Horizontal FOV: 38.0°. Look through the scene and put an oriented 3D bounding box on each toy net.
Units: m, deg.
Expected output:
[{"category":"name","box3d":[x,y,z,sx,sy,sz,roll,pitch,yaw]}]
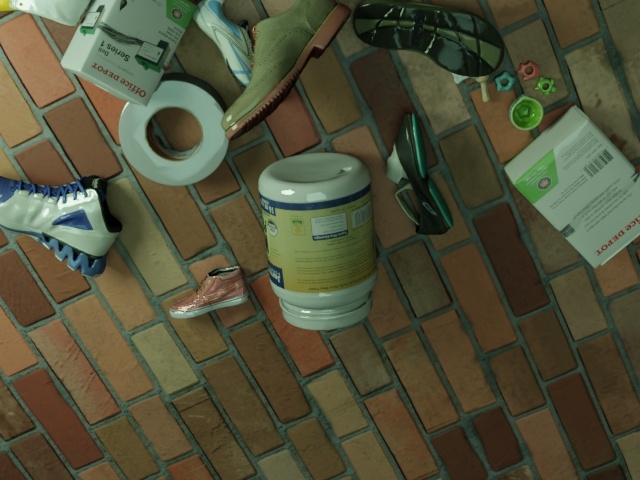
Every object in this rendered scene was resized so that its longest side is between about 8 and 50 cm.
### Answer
[{"category":"toy net","box3d":[0.363,-0.325,1.869,0.232,0.045,0.122,31,109,-14]}]

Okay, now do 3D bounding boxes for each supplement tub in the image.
[{"category":"supplement tub","box3d":[0.000,0.000,1.893,0.228,0.228,0.316,-5,113,0]}]

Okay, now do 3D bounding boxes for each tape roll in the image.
[{"category":"tape roll","box3d":[-0.291,-0.223,1.872,0.219,0.072,0.219,-1,112,-1]}]

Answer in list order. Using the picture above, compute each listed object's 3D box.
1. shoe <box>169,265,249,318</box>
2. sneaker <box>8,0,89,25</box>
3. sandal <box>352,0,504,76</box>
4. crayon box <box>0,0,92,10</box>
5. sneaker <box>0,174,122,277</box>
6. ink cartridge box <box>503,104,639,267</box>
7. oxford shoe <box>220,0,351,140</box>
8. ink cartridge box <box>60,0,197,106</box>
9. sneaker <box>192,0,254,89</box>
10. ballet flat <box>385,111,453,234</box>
[{"category":"shoe","box3d":[-0.249,0.110,2.022,0.178,0.063,0.081,-14,111,-2]},{"category":"sneaker","box3d":[-0.535,-0.496,1.639,0.292,0.108,0.169,30,105,-15]},{"category":"sandal","box3d":[0.215,-0.411,1.813,0.303,0.086,0.120,19,117,6]},{"category":"crayon box","box3d":[-0.569,-0.535,1.724,0.323,0.083,0.203,-4,113,-1]},{"category":"sneaker","box3d":[-0.536,-0.078,1.906,0.315,0.127,0.182,34,104,-22]},{"category":"ink cartridge box","box3d":[0.550,-0.110,1.930,0.198,0.115,0.273,-42,108,15]},{"category":"oxford shoe","box3d":[-0.092,-0.343,1.773,0.130,0.123,0.348,39,76,-5]},{"category":"ink cartridge box","box3d":[-0.355,-0.380,1.727,0.160,0.092,0.219,26,90,-42]},{"category":"sneaker","box3d":[-0.156,-0.371,1.811,0.086,0.085,0.237,-34,113,4]},{"category":"ballet flat","box3d":[0.191,-0.126,1.925,0.096,0.095,0.280,-15,113,17]}]
